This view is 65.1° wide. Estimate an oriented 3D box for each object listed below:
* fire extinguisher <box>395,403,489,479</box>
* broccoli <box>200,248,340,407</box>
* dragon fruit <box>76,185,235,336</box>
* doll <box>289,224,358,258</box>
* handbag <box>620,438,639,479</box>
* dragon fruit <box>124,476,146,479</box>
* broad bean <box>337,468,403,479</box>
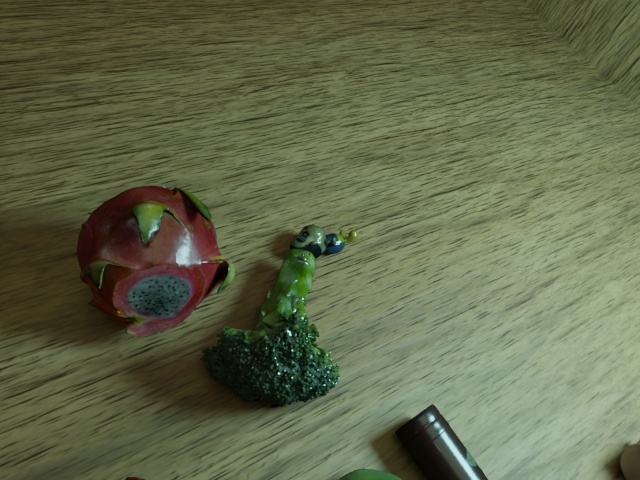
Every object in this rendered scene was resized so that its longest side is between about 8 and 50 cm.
[{"bbox_3d":[0.301,0.488,0.983,0.138,0.102,0.344,-23,66,-33],"label":"fire extinguisher"},{"bbox_3d":[-0.057,0.170,1.046,0.252,0.221,0.361,7,43,31],"label":"broccoli"},{"bbox_3d":[-0.316,0.047,0.962,0.291,0.290,0.189,-17,43,-29],"label":"dragon fruit"},{"bbox_3d":[0.000,0.000,1.241,0.179,0.102,0.088,-19,103,-30],"label":"doll"},{"bbox_3d":[0.786,0.504,1.100,0.116,0.179,0.205,-26,68,-39],"label":"handbag"},{"bbox_3d":[-0.245,0.573,0.745,0.329,0.228,0.286,33,82,-19],"label":"dragon fruit"},{"bbox_3d":[0.121,0.508,0.912,0.228,0.100,0.169,13,46,-8],"label":"broad bean"}]
